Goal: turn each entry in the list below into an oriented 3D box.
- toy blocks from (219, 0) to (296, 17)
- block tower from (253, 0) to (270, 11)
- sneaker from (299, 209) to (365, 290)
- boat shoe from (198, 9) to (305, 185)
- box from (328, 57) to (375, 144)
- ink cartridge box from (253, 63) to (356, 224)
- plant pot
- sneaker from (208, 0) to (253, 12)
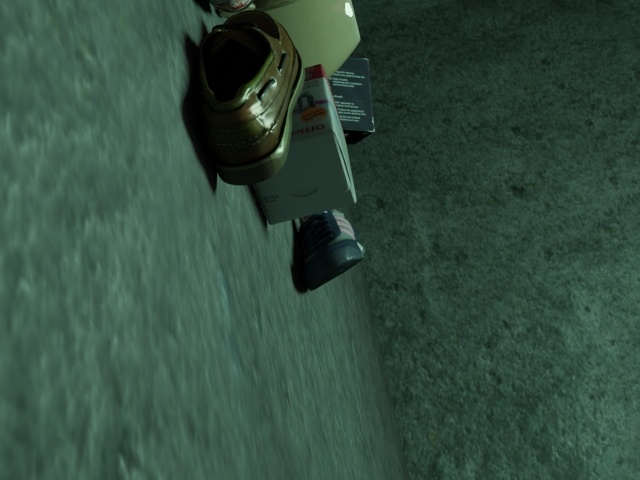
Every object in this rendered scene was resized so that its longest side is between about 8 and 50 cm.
[{"bbox_3d":[-0.103,-0.404,1.175,0.054,0.123,0.148,-170,-115,-77],"label":"toy blocks"},{"bbox_3d":[-0.140,-0.508,1.237,0.091,0.097,0.335,-78,155,-78],"label":"block tower"},{"bbox_3d":[0.000,0.000,1.389,0.131,0.112,0.319,59,3,-1],"label":"sneaker"},{"bbox_3d":[-0.079,-0.197,0.931,0.307,0.111,0.104,-98,173,-48],"label":"boat shoe"},{"bbox_3d":[0.015,-0.282,1.655,0.093,0.156,0.158,156,-68,-62],"label":"box"},{"bbox_3d":[-0.033,-0.133,1.143,0.176,0.128,0.127,-99,172,-48],"label":"ink cartridge box"},{"bbox_3d":[-0.036,-0.394,1.467,0.284,0.191,0.284,-15,90,-85],"label":"plant pot"},{"bbox_3d":[-0.139,-0.425,1.031,0.145,0.090,0.270,-89,166,-79],"label":"sneaker"}]
